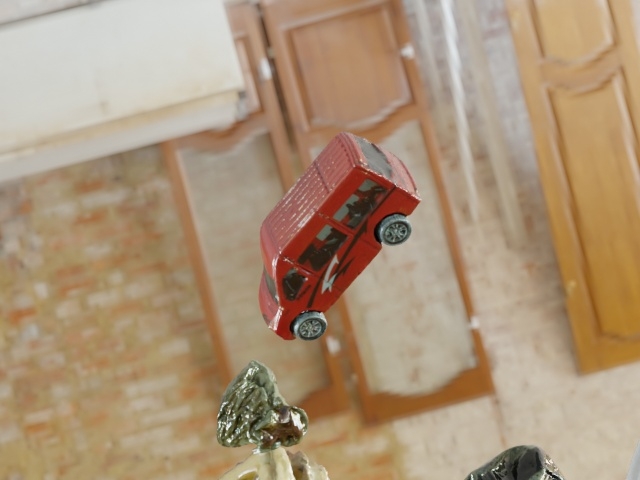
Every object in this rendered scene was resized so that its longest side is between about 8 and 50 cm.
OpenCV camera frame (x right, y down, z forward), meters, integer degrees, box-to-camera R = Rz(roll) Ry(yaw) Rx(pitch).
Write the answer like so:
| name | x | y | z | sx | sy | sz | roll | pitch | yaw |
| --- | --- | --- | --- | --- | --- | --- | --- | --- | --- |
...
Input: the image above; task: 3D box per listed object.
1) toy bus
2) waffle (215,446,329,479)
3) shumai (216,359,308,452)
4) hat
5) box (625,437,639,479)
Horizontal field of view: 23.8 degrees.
| name | x | y | z | sx | sy | sz | roll | pitch | yaw |
| --- | --- | --- | --- | --- | --- | --- | --- | --- | --- |
| toy bus | 0.000 | 0.000 | 1.368 | 0.089 | 0.081 | 0.195 | 27 | 114 | -33 |
| waffle | -0.133 | 0.442 | 1.889 | 0.114 | 0.261 | 0.376 | 20 | 136 | -39 |
| shumai | -0.048 | 0.159 | 1.383 | 0.080 | 0.083 | 0.082 | 23 | 161 | 15 |
| hat | 0.224 | 0.309 | 1.722 | 0.265 | 0.128 | 0.265 | -30 | 163 | -10 |
| box | 0.346 | 0.155 | 1.060 | 0.206 | 0.291 | 0.262 | 24 | 164 | -1 |
